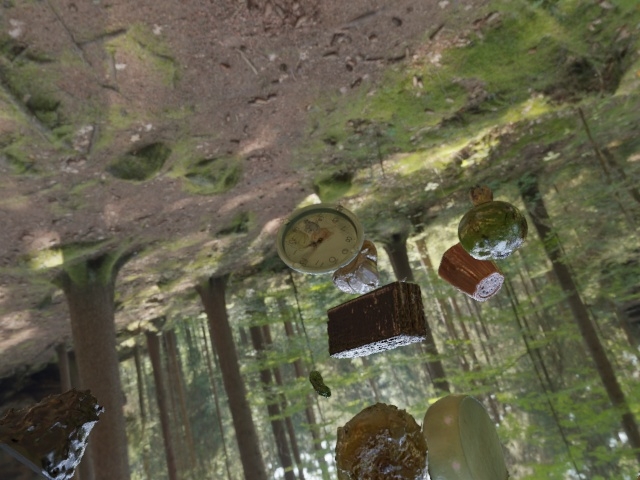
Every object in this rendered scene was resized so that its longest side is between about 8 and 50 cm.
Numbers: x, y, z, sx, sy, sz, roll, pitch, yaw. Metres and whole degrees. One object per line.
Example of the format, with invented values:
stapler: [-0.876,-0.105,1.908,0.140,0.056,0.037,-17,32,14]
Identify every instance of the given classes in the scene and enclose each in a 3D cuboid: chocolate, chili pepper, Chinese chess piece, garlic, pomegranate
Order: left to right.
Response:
chocolate: [-0.430,0.296,0.718,0.156,0.156,0.133,-33,-163,45]
chili pepper: [-0.004,0.335,1.040,0.030,0.091,0.034,-45,120,-3]
garlic: [0.168,0.107,1.578,0.256,0.207,0.207,13,175,23]
Chinese chess piece: [0.466,0.682,1.432,0.146,0.350,0.349,-27,161,32]
pomegranate: [0.455,-0.040,1.215,0.179,0.211,0.180,-12,129,-15]

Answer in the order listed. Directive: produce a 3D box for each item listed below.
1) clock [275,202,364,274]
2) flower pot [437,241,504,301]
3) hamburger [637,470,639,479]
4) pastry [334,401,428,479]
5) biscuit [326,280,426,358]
clock: [0.000,0.000,1.179,0.236,0.237,0.053,-16,143,-3]
flower pot: [0.546,0.114,1.573,0.190,0.173,0.191,-14,125,-21]
hamburger: [0.642,0.501,0.701,0.146,0.286,0.243,-36,132,-19]
pastry: [0.151,0.530,1.065,0.235,0.257,0.121,0,174,-14]
biscuit: [0.099,0.166,0.883,0.070,0.106,0.252,12,152,-30]
